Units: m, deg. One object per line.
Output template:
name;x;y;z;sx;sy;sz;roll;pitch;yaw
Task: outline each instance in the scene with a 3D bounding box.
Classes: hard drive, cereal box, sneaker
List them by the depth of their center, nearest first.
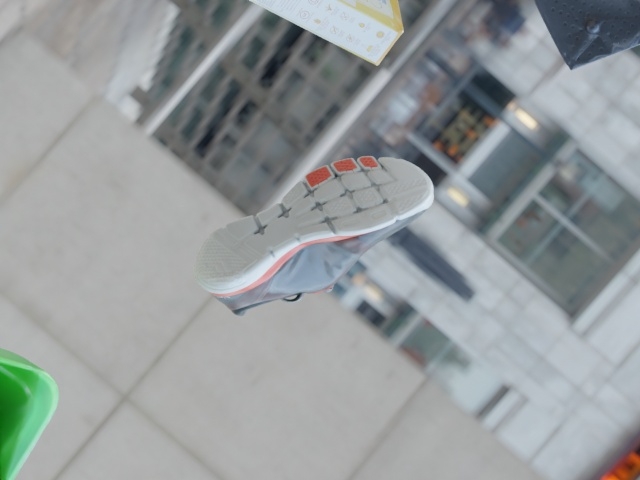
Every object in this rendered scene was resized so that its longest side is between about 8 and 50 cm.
sneaker;0.000;0.000;1.057;0.158;0.061;0.065;-22;140;6
cereal box;-0.046;-0.258;1.427;0.047;0.240;0.173;-51;-154;31
hard drive;0.263;-0.307;1.588;0.172;0.254;0.054;-20;-166;14

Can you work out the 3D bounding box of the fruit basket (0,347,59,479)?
fruit basket;-0.349;0.135;1.071;0.283;0.392;0.392;-58;180;11
